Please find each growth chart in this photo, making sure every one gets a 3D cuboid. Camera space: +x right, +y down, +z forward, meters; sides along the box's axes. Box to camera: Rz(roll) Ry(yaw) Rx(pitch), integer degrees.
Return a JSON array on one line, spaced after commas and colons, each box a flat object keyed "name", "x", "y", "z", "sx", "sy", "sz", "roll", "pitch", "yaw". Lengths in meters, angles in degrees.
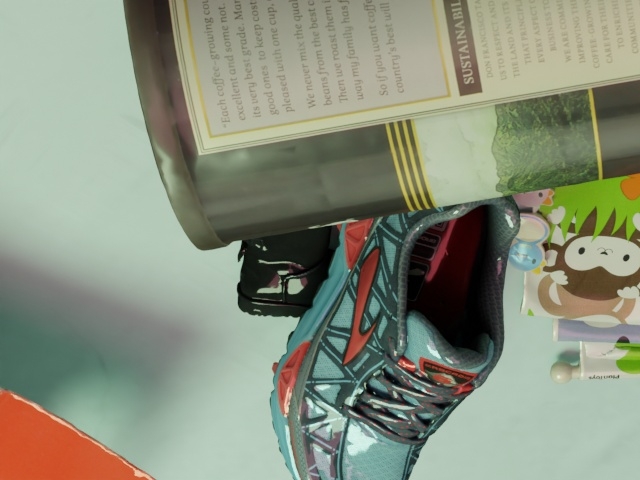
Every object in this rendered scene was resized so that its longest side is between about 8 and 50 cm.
[{"name": "growth chart", "x": 0.200, "y": 0.005, "z": 1.191, "sx": 0.172, "sy": 0.021, "sz": 0.237, "roll": -7, "pitch": 129, "yaw": 7}]

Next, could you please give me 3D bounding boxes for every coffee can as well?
[{"name": "coffee can", "x": 0.055, "y": -0.115, "z": 0.972, "sx": 0.275, "sy": 0.201, "sz": 0.201, "roll": -9, "pitch": 129, "yaw": 7}]

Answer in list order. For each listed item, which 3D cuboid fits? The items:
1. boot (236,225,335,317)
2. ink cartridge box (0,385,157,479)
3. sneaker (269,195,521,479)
[{"name": "boot", "x": 0.000, "y": 0.000, "z": 1.172, "sx": 0.121, "sy": 0.045, "sz": 0.099, "roll": 1, "pitch": 124, "yaw": -3}, {"name": "ink cartridge box", "x": -0.326, "y": 0.173, "z": 1.210, "sx": 0.385, "sy": 0.091, "sz": 0.308, "roll": 31, "pitch": 133, "yaw": -8}, {"name": "sneaker", "x": 0.047, "y": 0.062, "z": 1.117, "sx": 0.104, "sy": 0.125, "sz": 0.261, "roll": 7, "pitch": 108, "yaw": -23}]
